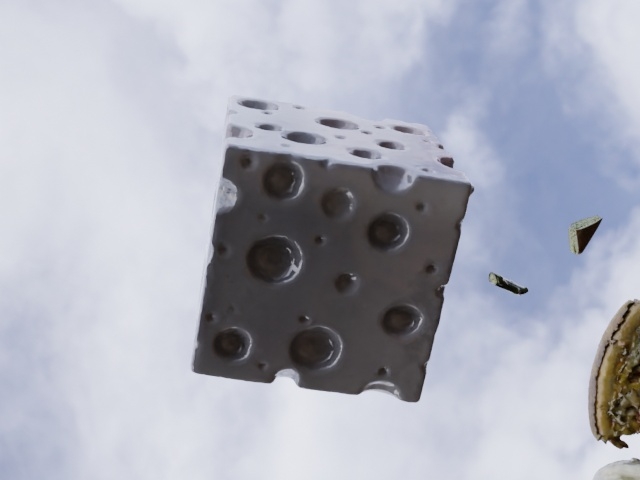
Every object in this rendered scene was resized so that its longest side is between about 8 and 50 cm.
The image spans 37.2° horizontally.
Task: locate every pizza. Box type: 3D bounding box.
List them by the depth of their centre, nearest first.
[{"bbox_3d":[0.591,0.276,1.673,0.251,0.287,0.074,-55,-24,14],"label":"pizza"}]

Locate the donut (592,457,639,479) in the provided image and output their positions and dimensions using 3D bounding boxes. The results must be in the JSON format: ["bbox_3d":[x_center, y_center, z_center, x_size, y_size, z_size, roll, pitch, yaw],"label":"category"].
[{"bbox_3d":[0.615,0.560,1.665,0.142,0.382,0.383,-37,-63,-23],"label":"donut"}]

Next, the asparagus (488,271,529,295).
[{"bbox_3d":[0.327,0.078,1.640,0.108,0.025,0.021,23,-86,-39],"label":"asparagus"}]

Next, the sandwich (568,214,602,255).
[{"bbox_3d":[0.466,-0.014,1.700,0.044,0.031,0.083,20,-75,-30],"label":"sandwich"}]

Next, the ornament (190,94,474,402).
[{"bbox_3d":[0.000,0.000,1.013,0.239,0.240,0.239,8,-71,-7],"label":"ornament"}]
